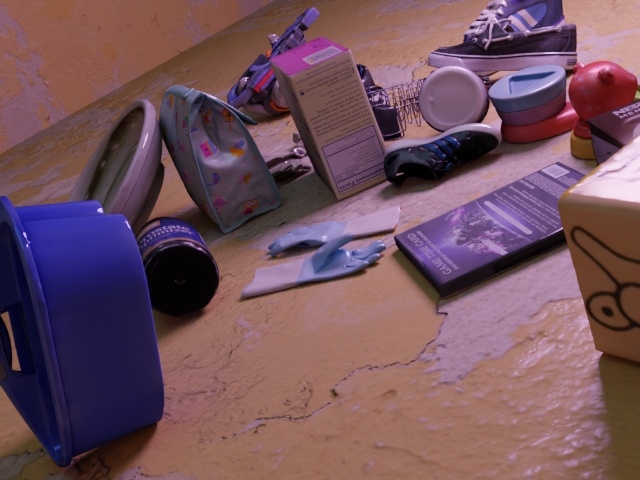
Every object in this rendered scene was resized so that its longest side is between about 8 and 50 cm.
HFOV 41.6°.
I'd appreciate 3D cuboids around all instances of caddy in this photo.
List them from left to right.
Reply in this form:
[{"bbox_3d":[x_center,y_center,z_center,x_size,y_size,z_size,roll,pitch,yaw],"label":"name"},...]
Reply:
[{"bbox_3d":[-0.321,0.106,1.037,0.179,0.341,0.241,-14,17,-26],"label":"caddy"}]

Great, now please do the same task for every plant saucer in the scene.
[{"bbox_3d":[-0.403,-0.083,1.661,0.400,0.101,0.400,-42,32,35],"label":"plant saucer"}]

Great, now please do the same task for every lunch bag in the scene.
[{"bbox_3d":[-0.204,-0.176,1.606,0.160,0.262,0.223,-28,23,-13],"label":"lunch bag"}]

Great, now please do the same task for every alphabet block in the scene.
[{"bbox_3d":[0.374,0.006,0.789,0.193,0.192,0.197,-32,26,-26],"label":"alphabet block"}]

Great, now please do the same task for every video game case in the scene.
[{"bbox_3d":[0.256,-0.022,1.163,0.274,0.026,0.196,-25,23,-4],"label":"video game case"}]

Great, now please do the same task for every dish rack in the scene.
[{"bbox_3d":[0.201,-0.282,1.703,0.272,0.074,0.208,-18,23,-16],"label":"dish rack"}]

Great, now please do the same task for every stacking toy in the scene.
[{"bbox_3d":[0.445,-0.264,1.383,0.280,0.130,0.309,-31,25,-19],"label":"stacking toy"}]

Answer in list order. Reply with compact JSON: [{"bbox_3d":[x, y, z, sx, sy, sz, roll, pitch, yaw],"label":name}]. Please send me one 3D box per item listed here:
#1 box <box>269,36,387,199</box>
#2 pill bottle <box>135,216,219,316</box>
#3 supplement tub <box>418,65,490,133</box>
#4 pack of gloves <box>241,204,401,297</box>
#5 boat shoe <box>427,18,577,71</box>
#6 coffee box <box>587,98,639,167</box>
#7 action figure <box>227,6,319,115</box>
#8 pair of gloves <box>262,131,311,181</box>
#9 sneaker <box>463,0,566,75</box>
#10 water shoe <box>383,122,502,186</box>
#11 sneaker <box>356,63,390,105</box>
[{"bbox_3d":[0.019,-0.229,1.543,0.117,0.242,0.213,-24,22,-4],"label":"box"},{"bbox_3d":[-0.240,0.032,1.360,0.123,0.122,0.219,-26,22,-9],"label":"pill bottle"},{"bbox_3d":[0.242,-0.250,1.507,0.117,0.116,0.190,-16,5,15],"label":"supplement tub"},{"bbox_3d":[0.000,0.000,1.317,0.232,0.046,0.195,-13,26,20],"label":"pack of gloves"},{"bbox_3d":[0.362,-0.395,1.700,0.306,0.104,0.113,7,14,35],"label":"boat shoe"},{"bbox_3d":[0.455,-0.103,1.065,0.141,0.098,0.246,-21,23,3],"label":"coffee box"},{"bbox_3d":[-0.095,-0.441,2.207,0.341,0.178,0.330,-45,27,9],"label":"action figure"},{"bbox_3d":[-0.041,-0.192,1.775,0.240,0.042,0.204,-29,24,-17],"label":"pair of gloves"},{"bbox_3d":[0.386,-0.516,1.845,0.323,0.236,0.130,-29,24,-15],"label":"sneaker"},{"bbox_3d":[0.208,-0.136,1.424,0.203,0.073,0.080,-12,54,19],"label":"water shoe"},{"bbox_3d":[0.101,-0.342,1.871,0.079,0.121,0.217,-16,24,12],"label":"sneaker"}]
